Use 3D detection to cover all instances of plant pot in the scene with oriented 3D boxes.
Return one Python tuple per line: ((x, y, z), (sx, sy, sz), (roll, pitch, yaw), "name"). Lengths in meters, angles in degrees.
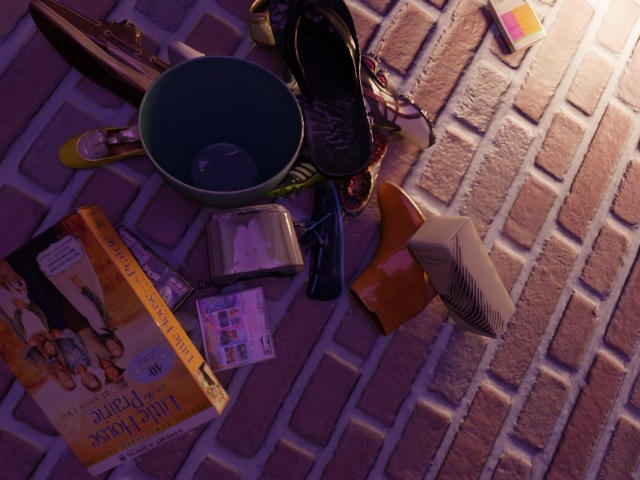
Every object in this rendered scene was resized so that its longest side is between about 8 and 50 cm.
((-0.190, -0.179, 0.983), (0.290, 0.195, 0.290), (3, 69, -9), "plant pot")

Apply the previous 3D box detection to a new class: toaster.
((-0.148, 0.013, 1.024), (0.226, 0.129, 0.147), (-8, 82, -11), "toaster")

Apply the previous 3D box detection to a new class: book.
((0.496, -0.559, 1.276), (0.096, 0.035, 0.144), (-26, 90, -11), "book")

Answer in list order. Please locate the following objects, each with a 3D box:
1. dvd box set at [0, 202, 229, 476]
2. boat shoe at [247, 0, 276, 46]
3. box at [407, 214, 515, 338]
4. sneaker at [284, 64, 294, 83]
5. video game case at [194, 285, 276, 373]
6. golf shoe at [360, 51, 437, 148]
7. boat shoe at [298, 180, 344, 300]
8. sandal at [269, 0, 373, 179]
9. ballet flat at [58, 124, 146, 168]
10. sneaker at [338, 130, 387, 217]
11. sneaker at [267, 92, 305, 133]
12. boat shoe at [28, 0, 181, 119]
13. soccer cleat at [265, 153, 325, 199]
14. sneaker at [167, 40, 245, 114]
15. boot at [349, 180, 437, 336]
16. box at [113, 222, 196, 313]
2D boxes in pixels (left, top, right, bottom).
((-0.401, 0.189, 0.890), (0.307, 0.062, 0.420), (-28, 99, 14), "dvd box set")
((-0.046, -0.549, 1.109), (0.104, 0.089, 0.285), (37, 78, 15), "boat shoe")
((0.305, 0.078, 1.072), (0.094, 0.113, 0.275), (-47, 117, -23), "box")
((-0.038, -0.413, 1.129), (0.059, 0.053, 0.144), (26, 80, -11), "sneaker")
((-0.177, 0.185, 1.053), (0.143, 0.019, 0.157), (-11, 87, -13), "video game case")
((0.141, -0.285, 1.122), (0.273, 0.105, 0.120), (40, 81, -18), "golf shoe")
((0.000, 0.000, 1.068), (0.089, 0.109, 0.258), (-3, 83, -9), "boat shoe")
((0.012, -0.345, 0.990), (0.167, 0.107, 0.446), (-15, 81, -3), "sandal")
((-0.410, -0.199, 1.009), (0.230, 0.077, 0.077), (-13, 88, -13), "ballet flat")
((0.088, -0.153, 1.121), (0.088, 0.093, 0.225), (17, 65, 9), "sneaker")
((-0.024, -0.287, 1.092), (0.236, 0.104, 0.095), (-31, 89, -17), "sneaker")
((-0.405, -0.378, 1.015), (0.342, 0.123, 0.123), (34, 68, -10), "boat shoe")
((-0.050, -0.144, 1.100), (0.178, 0.060, 0.072), (-24, 80, -20), "soccer cleat")
((-0.224, -0.357, 1.078), (0.212, 0.080, 0.094), (39, 66, -13), "sneaker")
((0.141, 0.041, 1.088), (0.211, 0.104, 0.295), (-32, 99, -22), "boot")
((-0.332, 0.062, 0.964), (0.180, 0.147, 0.077), (43, 77, -6), "box")
